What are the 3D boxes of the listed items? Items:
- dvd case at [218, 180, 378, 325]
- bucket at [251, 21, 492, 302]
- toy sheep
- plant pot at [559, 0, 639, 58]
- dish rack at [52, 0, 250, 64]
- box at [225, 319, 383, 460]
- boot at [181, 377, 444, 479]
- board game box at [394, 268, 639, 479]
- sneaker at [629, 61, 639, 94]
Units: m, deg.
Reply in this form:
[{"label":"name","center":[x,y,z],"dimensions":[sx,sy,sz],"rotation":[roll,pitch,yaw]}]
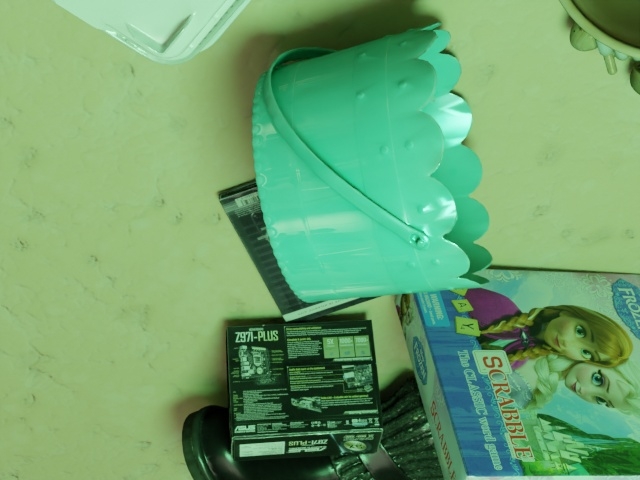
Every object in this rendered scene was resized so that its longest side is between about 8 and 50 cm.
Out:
[{"label":"dvd case","center":[0.000,0.000,1.476],"dimensions":[0.164,0.018,0.221],"rotation":[-19,130,9]},{"label":"bucket","center":[0.054,-0.070,1.257],"dimensions":[0.183,0.281,0.281],"rotation":[-10,132,13]},{"label":"toy sheep","center":[0.314,-0.220,1.275],"dimensions":[0.132,0.091,0.091],"rotation":[-16,131,13]},{"label":"plant pot","center":[0.323,-0.284,1.172],"dimensions":[0.237,0.110,0.237],"rotation":[2,100,12]},{"label":"dish rack","center":[-0.150,-0.304,1.105],"dimensions":[0.285,0.072,0.333],"rotation":[31,132,-21]},{"label":"box","center":[-0.022,0.180,1.536],"dimensions":[0.180,0.147,0.077],"rotation":[-3,151,-5]},{"label":"boot","center":[0.021,0.260,1.628],"dimensions":[0.260,0.131,0.348],"rotation":[-31,139,28]},{"label":"board game box","center":[0.270,0.161,1.440],"dimensions":[0.317,0.319,0.066],"rotation":[2,131,-14]},{"label":"sneaker","center":[0.417,-0.143,1.368],"dimensions":[0.192,0.064,0.086],"rotation":[0,126,-11]}]
